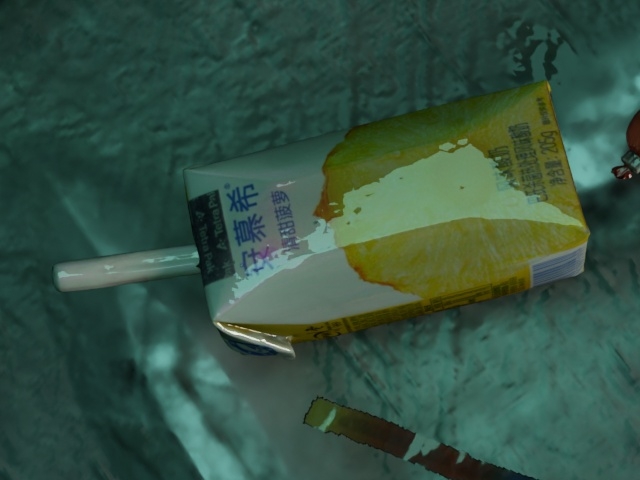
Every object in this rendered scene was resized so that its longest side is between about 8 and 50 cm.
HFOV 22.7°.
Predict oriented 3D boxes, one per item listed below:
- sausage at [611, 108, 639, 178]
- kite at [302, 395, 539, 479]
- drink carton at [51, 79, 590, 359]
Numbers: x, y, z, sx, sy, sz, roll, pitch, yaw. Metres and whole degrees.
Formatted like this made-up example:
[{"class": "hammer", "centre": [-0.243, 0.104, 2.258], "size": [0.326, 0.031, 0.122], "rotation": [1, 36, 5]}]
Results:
[{"class": "sausage", "centre": [0.215, -0.106, 0.641], "size": [0.253, 0.034, 0.034], "rotation": [-40, 77, -4]}, {"class": "kite", "centre": [0.121, 0.154, 0.584], "size": [0.310, 0.015, 0.169], "rotation": [30, 83, 0]}, {"class": "drink carton", "centre": [0.000, 0.000, 0.623], "size": [0.200, 0.074, 0.084], "rotation": [-13, 76, 5]}]
